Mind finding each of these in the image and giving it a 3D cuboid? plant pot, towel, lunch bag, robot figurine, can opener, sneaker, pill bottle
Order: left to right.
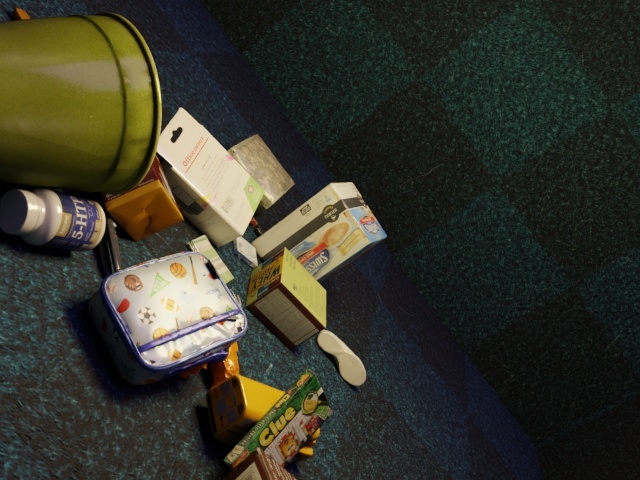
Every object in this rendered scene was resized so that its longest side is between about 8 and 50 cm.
[{"bbox_3d":[-0.551,-0.252,1.272,0.353,0.366,0.367,-13,66,-48],"label":"plant pot"},{"bbox_3d":[-0.524,-0.042,1.329,0.112,0.112,0.186,61,19,19],"label":"pill bottle"},{"bbox_3d":[-0.465,-0.001,1.493,0.073,0.059,0.186,31,29,-53],"label":"can opener"},{"bbox_3d":[-0.299,0.156,1.401,0.303,0.115,0.243,-17,68,-48],"label":"lunch bag"},{"bbox_3d":[-0.276,0.194,1.581,0.211,0.085,0.291,37,25,-44],"label":"robot figurine"},{"bbox_3d":[-0.299,0.055,1.883,0.152,0.023,0.113,54,18,-1],"label":"towel"},{"bbox_3d":[-0.230,-0.221,2.338,0.235,0.169,0.287,53,13,-6],"label":"lunch bag"},{"bbox_3d":[0.073,0.369,2.195,0.212,0.080,0.094,53,6,-2],"label":"sneaker"}]

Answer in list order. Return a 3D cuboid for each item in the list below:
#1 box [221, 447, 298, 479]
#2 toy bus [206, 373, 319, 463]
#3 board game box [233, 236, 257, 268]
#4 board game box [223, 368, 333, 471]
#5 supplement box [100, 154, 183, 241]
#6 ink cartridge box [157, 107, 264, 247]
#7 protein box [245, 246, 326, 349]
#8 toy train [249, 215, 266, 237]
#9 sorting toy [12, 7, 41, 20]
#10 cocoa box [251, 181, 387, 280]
[{"bbox_3d":[-0.023,0.595,1.315,0.381,0.143,0.191,49,-5,-23],"label":"box"},{"bbox_3d":[-0.115,0.406,1.528,0.332,0.130,0.108,35,26,-47],"label":"toy bus"},{"bbox_3d":[-0.233,0.032,2.102,0.090,0.020,0.090,42,22,-33],"label":"board game box"},{"bbox_3d":[-0.082,0.407,1.430,0.030,0.259,0.136,13,-42,45],"label":"board game box"},{"bbox_3d":[-0.435,-0.137,1.591,0.191,0.129,0.194,78,-13,-68],"label":"supplement box"},{"bbox_3d":[-0.343,-0.178,1.942,0.353,0.119,0.207,47,42,-25],"label":"ink cartridge box"},{"bbox_3d":[-0.097,0.170,2.006,0.201,0.136,0.200,48,19,-22],"label":"protein box"},{"bbox_3d":[-0.235,-0.070,2.282,0.158,0.027,0.036,54,28,-1],"label":"toy train"},{"bbox_3d":[-0.697,-0.467,1.805,0.307,0.041,0.229,59,22,15],"label":"sorting toy"},{"bbox_3d":[0.000,0.000,2.221,0.228,0.347,0.231,57,19,7],"label":"cocoa box"}]
